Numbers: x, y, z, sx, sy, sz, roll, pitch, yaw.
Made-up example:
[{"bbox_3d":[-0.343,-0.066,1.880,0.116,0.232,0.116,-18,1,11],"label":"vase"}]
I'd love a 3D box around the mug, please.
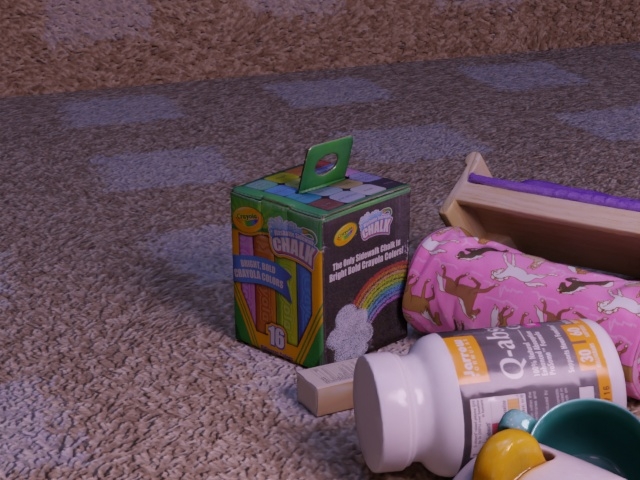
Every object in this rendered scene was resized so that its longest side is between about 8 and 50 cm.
[{"bbox_3d":[0.273,0.233,1.445,0.129,0.097,0.157,-22,53,-8],"label":"mug"}]

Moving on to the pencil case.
[{"bbox_3d":[0.291,0.088,1.821,0.386,0.160,0.167,14,-5,38],"label":"pencil case"}]

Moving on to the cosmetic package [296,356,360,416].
[{"bbox_3d":[0.033,0.180,1.737,0.115,0.041,0.060,-10,22,-24],"label":"cosmetic package"}]

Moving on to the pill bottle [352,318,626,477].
[{"bbox_3d":[0.186,0.178,1.559,0.279,0.162,0.162,-5,20,-13],"label":"pill bottle"}]

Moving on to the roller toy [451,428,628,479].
[{"bbox_3d":[0.187,0.278,1.224,0.146,0.191,0.209,19,-10,46],"label":"roller toy"}]

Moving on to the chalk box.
[{"bbox_3d":[0.000,0.000,1.875,0.179,0.288,0.180,17,26,41],"label":"chalk box"}]

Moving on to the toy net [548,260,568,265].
[{"bbox_3d":[0.401,0.021,2.182,0.122,0.045,0.232,18,28,38],"label":"toy net"}]

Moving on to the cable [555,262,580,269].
[{"bbox_3d":[0.337,0.073,2.024,0.184,0.047,0.151,-16,25,-39],"label":"cable"}]

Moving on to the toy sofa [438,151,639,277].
[{"bbox_3d":[0.363,-0.035,1.920,0.363,0.150,0.177,13,60,41],"label":"toy sofa"}]
